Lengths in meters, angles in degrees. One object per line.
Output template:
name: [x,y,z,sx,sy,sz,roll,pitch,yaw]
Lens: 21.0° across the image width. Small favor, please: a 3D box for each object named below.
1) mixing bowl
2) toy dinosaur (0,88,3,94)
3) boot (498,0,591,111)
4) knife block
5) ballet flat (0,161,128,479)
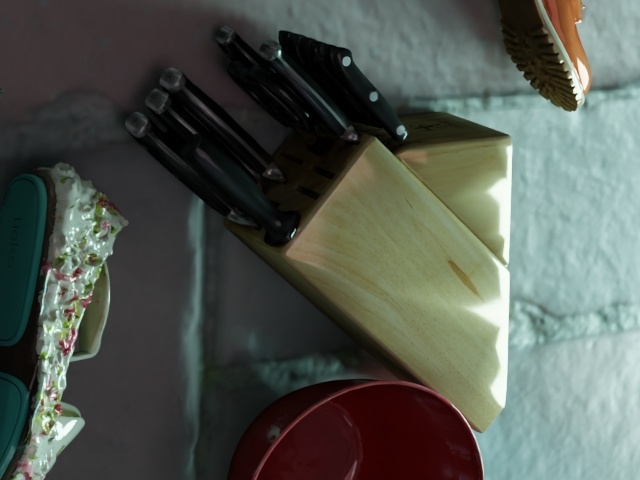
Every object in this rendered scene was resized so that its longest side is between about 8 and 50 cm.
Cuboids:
mixing bowl: [0.007,0.163,1.143,0.181,0.098,0.181,-9,109,-27]
toy dinosaur: [-0.283,-0.122,0.880,0.218,0.164,0.322,38,95,3]
boot: [0.160,-0.166,1.160,0.084,0.059,0.158,-35,117,-22]
knife block: [0.000,0.000,1.099,0.242,0.088,0.275,-9,109,-26]
ballet flat: [-0.167,0.075,1.018,0.077,0.091,0.241,18,88,-44]
